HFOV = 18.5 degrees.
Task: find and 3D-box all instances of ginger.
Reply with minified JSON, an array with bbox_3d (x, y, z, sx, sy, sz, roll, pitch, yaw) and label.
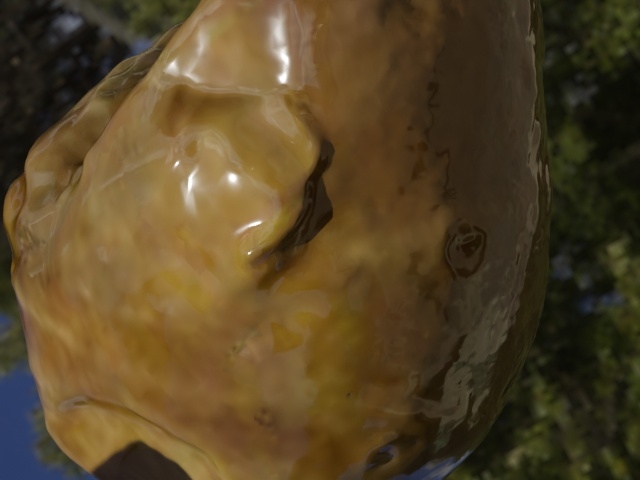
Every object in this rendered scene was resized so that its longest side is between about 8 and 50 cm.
[{"bbox_3d":[-0.001,0.001,0.776,0.223,0.269,0.200,56,-141,-5],"label":"ginger"}]
